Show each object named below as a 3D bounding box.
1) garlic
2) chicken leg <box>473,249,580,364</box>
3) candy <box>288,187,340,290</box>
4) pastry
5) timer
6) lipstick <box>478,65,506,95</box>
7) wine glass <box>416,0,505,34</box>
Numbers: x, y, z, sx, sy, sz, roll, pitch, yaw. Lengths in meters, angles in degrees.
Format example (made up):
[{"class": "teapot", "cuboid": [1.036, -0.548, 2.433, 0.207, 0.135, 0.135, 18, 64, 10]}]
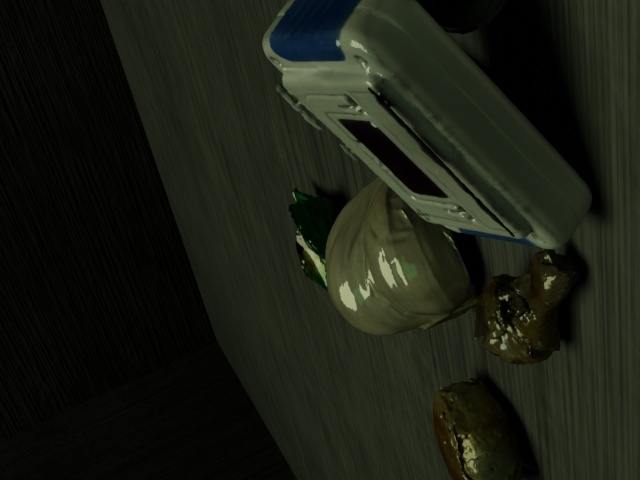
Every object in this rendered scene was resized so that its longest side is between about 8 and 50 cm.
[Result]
[{"class": "garlic", "cuboid": [0.069, 0.022, 1.469, 0.178, 0.142, 0.229, 63, 177, 3]}, {"class": "chicken leg", "cuboid": [0.188, 0.057, 1.210, 0.198, 0.069, 0.085, 114, 154, -67]}, {"class": "candy", "cuboid": [0.004, 0.001, 1.882, 0.203, 0.078, 0.141, -111, 9, -82]}, {"class": "pastry", "cuboid": [0.176, 0.231, 1.558, 0.153, 0.081, 0.153, 60, 172, 15]}, {"class": "timer", "cuboid": [0.077, -0.086, 1.059, 0.253, 0.078, 0.178, 41, 166, -26]}, {"class": "lipstick", "cuboid": [0.108, -0.137, 1.182, 0.145, 0.045, 0.045, 48, 162, 52]}, {"class": "wine glass", "cuboid": [0.062, -0.209, 1.093, 0.103, 0.103, 0.231, 68, 166, -16]}]
